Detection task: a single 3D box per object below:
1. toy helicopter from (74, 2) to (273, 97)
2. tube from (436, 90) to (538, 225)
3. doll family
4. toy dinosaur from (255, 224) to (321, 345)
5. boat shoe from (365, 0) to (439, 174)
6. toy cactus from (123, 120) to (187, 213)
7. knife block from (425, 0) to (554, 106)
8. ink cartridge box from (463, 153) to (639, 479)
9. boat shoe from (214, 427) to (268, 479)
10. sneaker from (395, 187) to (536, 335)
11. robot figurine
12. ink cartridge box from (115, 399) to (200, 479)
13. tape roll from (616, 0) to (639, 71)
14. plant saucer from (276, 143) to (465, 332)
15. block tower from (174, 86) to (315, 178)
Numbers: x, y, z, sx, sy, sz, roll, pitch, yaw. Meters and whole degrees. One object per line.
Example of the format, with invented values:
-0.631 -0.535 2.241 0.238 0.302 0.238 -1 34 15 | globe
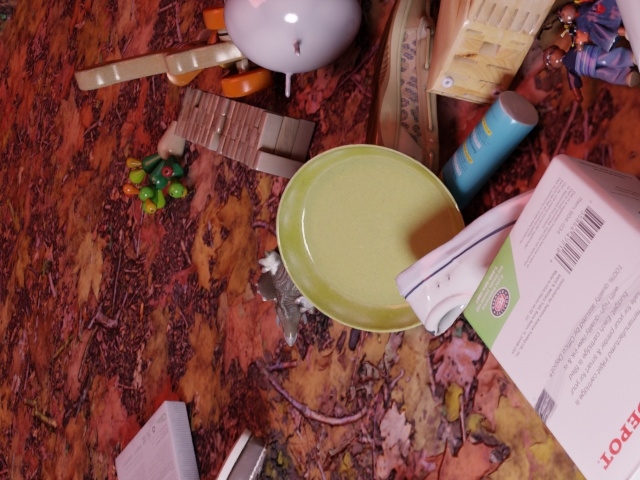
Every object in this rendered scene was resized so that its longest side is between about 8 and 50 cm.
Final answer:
-0.234 -0.309 1.748 0.235 0.355 0.140 -72 -30 -68 | toy helicopter
0.177 -0.087 1.241 0.207 0.052 0.080 126 155 -43 | tube
0.287 -0.240 1.084 0.111 0.076 0.193 17 89 39 | doll family
0.000 0.000 1.411 0.313 0.121 0.160 -56 7 12 | toy dinosaur
0.116 -0.206 1.341 0.104 0.089 0.285 113 168 -67 | boat shoe
-0.307 -0.141 1.989 0.219 0.112 0.180 14 82 67 | toy cactus
0.200 -0.331 1.233 0.242 0.088 0.276 -94 21 -47 | knife block
0.275 0.079 0.958 0.198 0.115 0.273 -63 34 24 | ink cartridge box
-0.129 0.427 1.501 0.116 0.096 0.324 -19 -50 -79 | boat shoe
0.195 0.020 1.152 0.258 0.094 0.091 -39 76 42 | sneaker
-0.040 -0.395 1.539 0.300 0.200 0.353 76 -167 -70 | robot figurine
-0.274 0.420 1.780 0.223 0.045 0.224 -48 43 39 | ink cartridge box
0.350 -0.232 0.823 0.246 0.246 0.169 -42 46 44 | tape roll
0.064 -0.005 1.275 0.241 0.241 0.037 -58 -7 29 | plant saucer
-0.126 -0.178 1.706 0.335 0.091 0.097 29 105 57 | block tower
